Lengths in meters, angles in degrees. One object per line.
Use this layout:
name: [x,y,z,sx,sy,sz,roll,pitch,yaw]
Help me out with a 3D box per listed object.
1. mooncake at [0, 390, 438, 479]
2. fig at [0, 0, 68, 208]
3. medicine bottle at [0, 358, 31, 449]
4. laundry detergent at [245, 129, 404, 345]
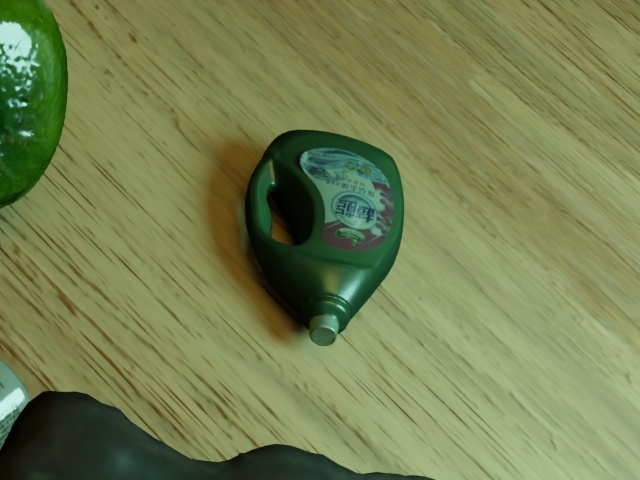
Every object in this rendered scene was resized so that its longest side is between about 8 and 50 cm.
mooncake: [-0.069,0.280,1.071,0.381,0.212,0.350,29,35,-11]
fig: [-0.314,-0.134,1.400,0.203,0.203,0.235,-11,27,-36]
medicine bottle: [-0.263,0.139,1.208,0.079,0.079,0.140,37,42,8]
laundry detergent: [0.000,0.000,1.505,0.137,0.063,0.211,18,45,-10]
